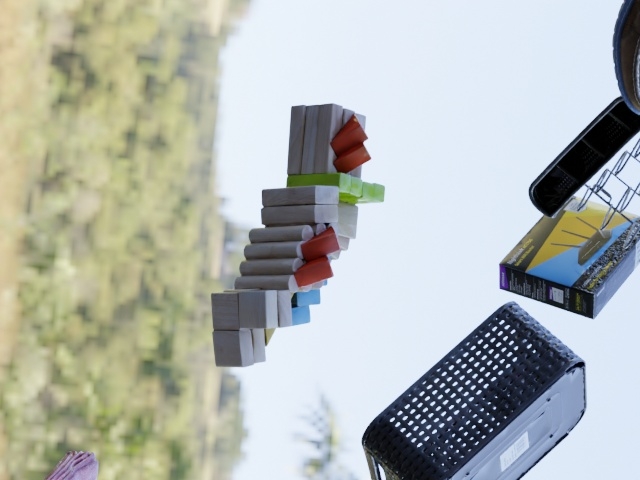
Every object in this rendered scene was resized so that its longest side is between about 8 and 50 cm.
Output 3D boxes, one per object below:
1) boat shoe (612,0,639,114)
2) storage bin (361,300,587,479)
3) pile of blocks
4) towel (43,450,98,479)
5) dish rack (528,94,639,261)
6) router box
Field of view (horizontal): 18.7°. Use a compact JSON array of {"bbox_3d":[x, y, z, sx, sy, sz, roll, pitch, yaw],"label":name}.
[{"bbox_3d":[0.279,-0.185,1.551,0.066,0.066,0.183,-130,-137,-68],"label":"boat shoe"},{"bbox_3d":[0.131,0.153,1.617,0.084,0.180,0.122,43,-17,28],"label":"storage bin"},{"bbox_3d":[0.000,0.000,2.203,0.113,0.149,0.362,-2,-125,41],"label":"pile of blocks"},{"bbox_3d":[-0.251,0.415,2.051,0.237,0.037,0.329,-54,132,-63],"label":"towel"},{"bbox_3d":[0.377,-0.038,2.005,0.074,0.271,0.208,-55,-176,-39],"label":"dish rack"},{"bbox_3d":[0.323,0.018,2.430,0.179,0.133,0.046,-44,142,-43],"label":"router box"}]
